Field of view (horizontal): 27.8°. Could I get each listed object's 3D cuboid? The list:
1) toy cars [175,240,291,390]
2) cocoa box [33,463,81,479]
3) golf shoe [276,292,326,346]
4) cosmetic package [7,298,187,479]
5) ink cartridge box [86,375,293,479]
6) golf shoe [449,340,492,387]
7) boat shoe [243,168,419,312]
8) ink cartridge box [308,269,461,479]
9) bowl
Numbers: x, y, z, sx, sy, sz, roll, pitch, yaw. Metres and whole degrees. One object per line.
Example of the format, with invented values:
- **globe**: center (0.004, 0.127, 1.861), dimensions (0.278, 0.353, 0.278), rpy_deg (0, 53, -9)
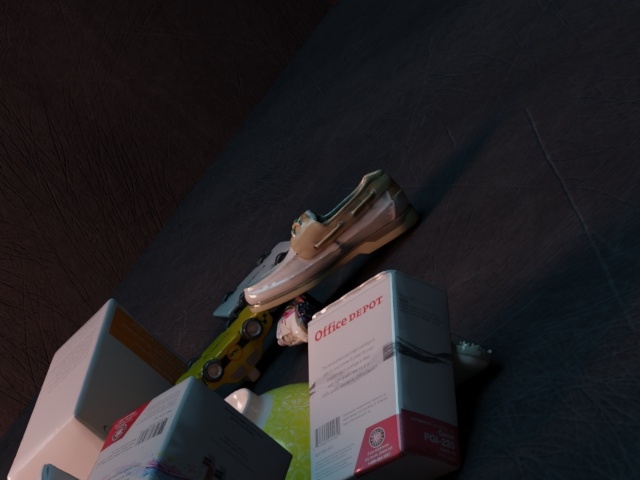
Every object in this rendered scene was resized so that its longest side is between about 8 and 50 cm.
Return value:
- **toy cars**: center (-0.115, 0.141, 2.177), dimensions (0.176, 0.087, 0.393), rpy_deg (-34, 17, 29)
- **cocoa box**: center (-0.307, 0.481, 1.464), dimensions (0.347, 0.231, 0.228), rpy_deg (-57, 17, 3)
- **golf shoe**: center (-0.029, 0.136, 1.980), dimensions (0.086, 0.067, 0.186), rpy_deg (-53, 4, 5)
- **cosmetic package**: center (-0.336, 0.297, 2.111), dimensions (0.161, 0.230, 0.453), rpy_deg (-44, 16, 13)
- **ink cartridge box**: center (-0.129, 0.236, 1.112), dimensions (0.128, 0.127, 0.176), rpy_deg (-31, 25, 39)
- **golf shoe**: center (0.131, 0.170, 1.475), dimensions (0.176, 0.069, 0.086), rpy_deg (-32, 44, 50)
- **boat shoe**: center (0.000, 0.000, 2.017), dimensions (0.302, 0.103, 0.113), rpy_deg (-32, 10, 0)
- **ink cartridge box**: center (0.066, 0.164, 1.426), dimensions (0.159, 0.092, 0.217), rpy_deg (-34, 48, 42)
- **bowl**: center (-0.067, 0.270, 1.564), dimensions (0.289, 0.156, 0.289), rpy_deg (-44, 15, 15)
